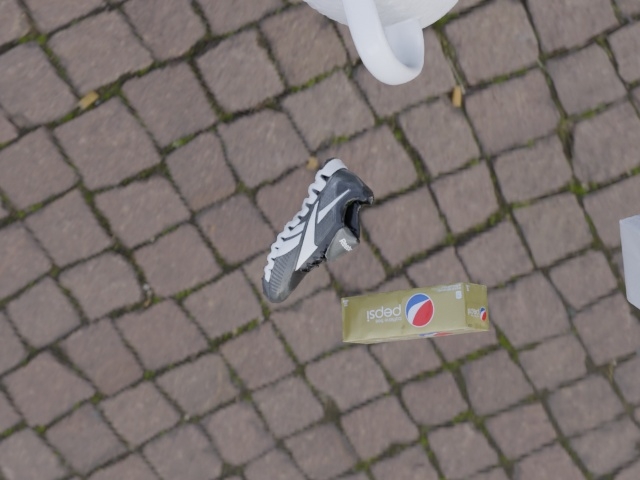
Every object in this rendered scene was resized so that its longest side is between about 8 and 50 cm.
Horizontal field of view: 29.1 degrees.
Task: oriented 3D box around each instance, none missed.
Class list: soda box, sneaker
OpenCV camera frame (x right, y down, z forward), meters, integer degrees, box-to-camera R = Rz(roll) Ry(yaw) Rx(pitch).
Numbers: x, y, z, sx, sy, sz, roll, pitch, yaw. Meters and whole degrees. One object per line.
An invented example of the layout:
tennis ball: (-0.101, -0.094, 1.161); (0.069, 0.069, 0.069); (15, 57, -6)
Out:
soda box: (0.115, 0.091, 1.525); (0.181, 0.061, 0.058); (-10, 78, 35)
sneaker: (0.000, 0.000, 1.803); (0.106, 0.078, 0.234); (31, 92, 27)

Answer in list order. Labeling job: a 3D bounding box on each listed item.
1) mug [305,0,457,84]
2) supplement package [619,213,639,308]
mug: (0.068, -0.403, 1.741); (0.276, 0.328, 0.374); (-14, 86, 20)
supplement package: (0.601, 0.037, 1.891); (0.203, 0.194, 0.149); (-16, 113, -10)
